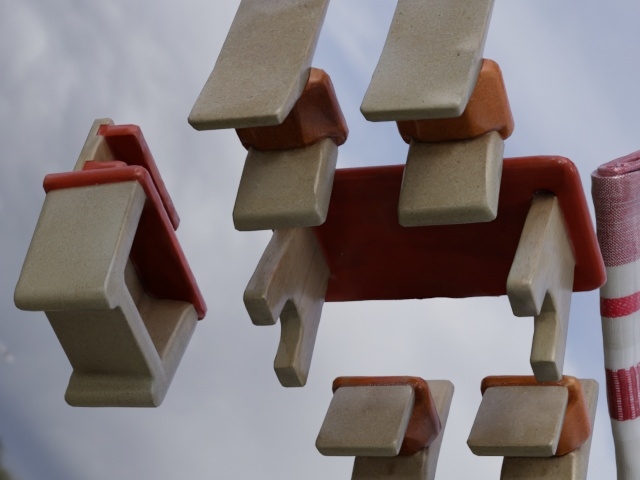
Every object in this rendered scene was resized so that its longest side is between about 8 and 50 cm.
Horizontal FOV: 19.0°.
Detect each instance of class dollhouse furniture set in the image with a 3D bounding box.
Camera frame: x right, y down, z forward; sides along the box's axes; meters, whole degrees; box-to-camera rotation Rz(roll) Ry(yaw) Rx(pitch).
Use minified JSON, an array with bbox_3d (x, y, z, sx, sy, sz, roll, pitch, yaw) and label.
[{"bbox_3d":[0.000,0.000,0.892,0.259,0.135,0.262,-3,-47,20],"label":"dollhouse furniture set"}]

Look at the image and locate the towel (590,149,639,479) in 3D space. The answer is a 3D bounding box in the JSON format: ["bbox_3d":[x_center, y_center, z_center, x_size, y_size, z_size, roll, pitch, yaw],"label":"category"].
[{"bbox_3d":[0.263,0.086,1.302,0.037,0.237,0.329,4,-73,38],"label":"towel"}]
